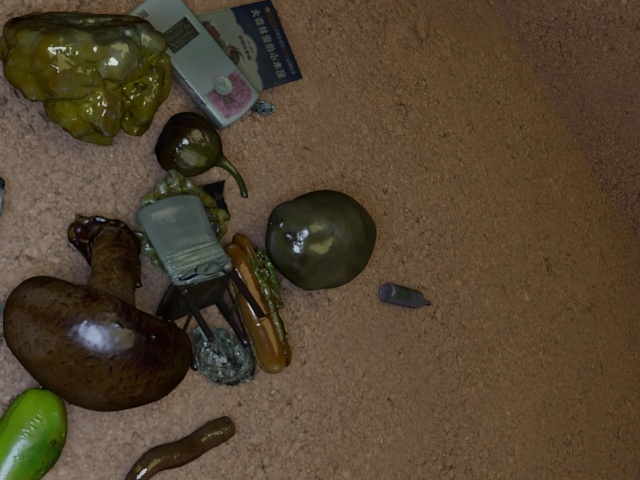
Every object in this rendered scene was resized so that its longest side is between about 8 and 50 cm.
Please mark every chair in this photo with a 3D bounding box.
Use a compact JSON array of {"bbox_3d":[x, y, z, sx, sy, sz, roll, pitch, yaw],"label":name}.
[{"bbox_3d":[-0.267,0.084,1.540,0.160,0.186,0.319,-22,67,-33],"label":"chair"}]

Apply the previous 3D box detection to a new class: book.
[{"bbox_3d":[-0.214,-0.474,1.842,0.323,0.018,0.228,-25,95,-31],"label":"book"}]

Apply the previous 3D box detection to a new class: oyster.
[{"bbox_3d":[-0.214,0.258,1.632,0.177,0.064,0.124,20,59,-39],"label":"oyster"}]

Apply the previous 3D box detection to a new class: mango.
[{"bbox_3d":[-0.515,0.368,1.270,0.125,0.111,0.232,30,56,-27],"label":"mango"}]

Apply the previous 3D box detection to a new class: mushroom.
[{"bbox_3d":[-0.374,0.140,1.350,0.331,0.334,0.356,50,58,-21],"label":"mushroom"}]

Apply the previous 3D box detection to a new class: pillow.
[{"bbox_3d":[-0.277,-0.089,1.690,0.150,0.048,0.090,-15,79,-42],"label":"pillow"}]

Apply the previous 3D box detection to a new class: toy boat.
[{"bbox_3d":[-0.147,-0.348,1.907,0.083,0.038,0.038,2,76,-43],"label":"toy boat"}]

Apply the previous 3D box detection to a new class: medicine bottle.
[{"bbox_3d":[0.256,0.166,2.118,0.199,0.058,0.057,18,65,-39],"label":"medicine bottle"}]

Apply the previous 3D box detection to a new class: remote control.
[{"bbox_3d":[-0.298,-0.430,1.743,0.344,0.050,0.145,51,61,-14],"label":"remote control"}]

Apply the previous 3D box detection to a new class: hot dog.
[{"bbox_3d":[-0.142,0.140,1.691,0.135,0.100,0.337,-22,92,-75],"label":"hot dog"}]

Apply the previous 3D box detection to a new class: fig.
[{"bbox_3d":[-0.253,-0.182,1.657,0.245,0.149,0.149,33,55,-14],"label":"fig"}]

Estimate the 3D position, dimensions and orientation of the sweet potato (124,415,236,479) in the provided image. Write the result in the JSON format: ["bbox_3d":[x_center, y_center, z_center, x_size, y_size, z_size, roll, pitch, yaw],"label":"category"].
[{"bbox_3d":[-0.301,0.436,1.492,0.281,0.067,0.059,-18,53,-41],"label":"sweet potato"}]

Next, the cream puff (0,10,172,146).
[{"bbox_3d":[-0.464,-0.316,1.459,0.324,0.291,0.257,-46,140,-57],"label":"cream puff"}]

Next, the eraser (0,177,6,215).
[{"bbox_3d":[-0.713,-0.084,1.230,0.332,0.102,0.154,22,64,-37],"label":"eraser"}]

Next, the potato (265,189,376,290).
[{"bbox_3d":[0.000,0.000,1.808,0.326,0.221,0.243,-30,107,-57],"label":"potato"}]

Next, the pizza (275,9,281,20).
[{"bbox_3d":[-0.163,-0.513,1.925,0.188,0.062,0.198,-25,94,-31],"label":"pizza"}]

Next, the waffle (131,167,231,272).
[{"bbox_3d":[-0.305,-0.028,1.602,0.223,0.054,0.204,42,70,-34],"label":"waffle"}]

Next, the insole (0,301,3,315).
[{"bbox_3d":[-0.637,0.138,1.300,0.153,0.002,0.053,-16,88,-46],"label":"insole"}]
